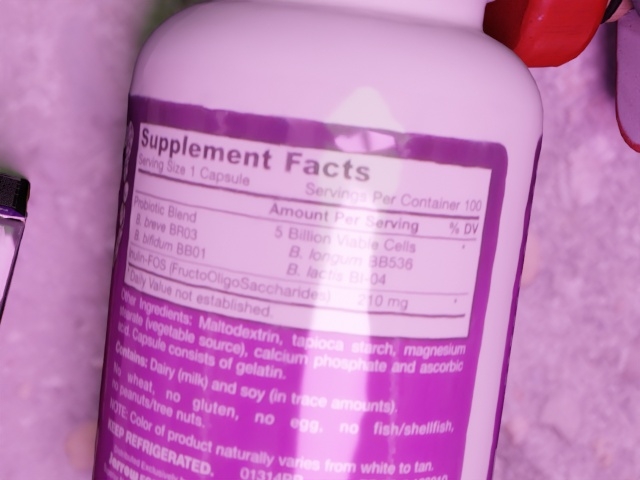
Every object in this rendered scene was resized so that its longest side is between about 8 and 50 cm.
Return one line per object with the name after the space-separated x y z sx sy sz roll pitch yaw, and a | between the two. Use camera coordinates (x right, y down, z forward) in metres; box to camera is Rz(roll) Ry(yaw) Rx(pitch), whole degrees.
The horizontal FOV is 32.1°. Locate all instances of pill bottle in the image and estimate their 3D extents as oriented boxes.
0.000 0.000 0.460 0.169 0.169 0.301 5 97 -15 | pill bottle

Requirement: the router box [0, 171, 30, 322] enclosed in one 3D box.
-0.160 0.062 0.447 0.046 0.133 0.178 15 95 -15 | router box

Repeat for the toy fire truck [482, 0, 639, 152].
0.175 -0.177 0.431 0.170 0.254 0.302 -3 99 -14 | toy fire truck
